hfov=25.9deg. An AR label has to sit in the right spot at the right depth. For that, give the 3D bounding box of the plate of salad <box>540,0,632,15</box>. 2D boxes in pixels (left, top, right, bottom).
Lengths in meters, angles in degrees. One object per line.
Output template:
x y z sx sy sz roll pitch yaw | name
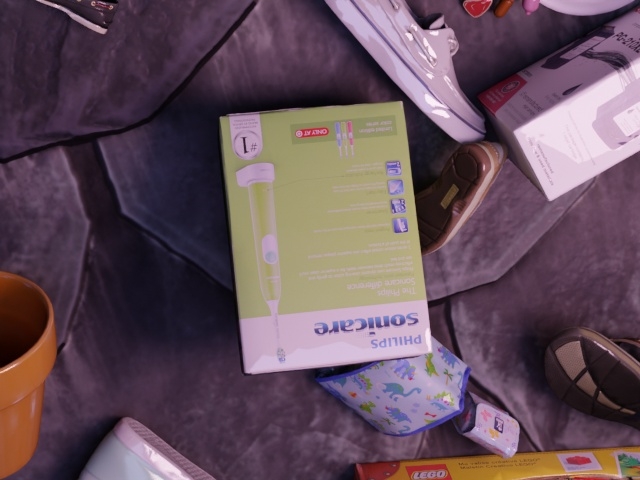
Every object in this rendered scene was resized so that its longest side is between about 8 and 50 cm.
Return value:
0.305 -0.351 1.560 0.200 0.048 0.199 -2 119 -4 | plate of salad

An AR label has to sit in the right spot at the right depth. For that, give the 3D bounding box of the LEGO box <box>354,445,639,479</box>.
0.299 0.473 1.774 0.500 0.193 0.372 -2 110 -7 | LEGO box

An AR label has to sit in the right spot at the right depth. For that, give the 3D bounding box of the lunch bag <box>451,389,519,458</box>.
0.208 0.231 1.734 0.071 0.083 0.053 31 103 -16 | lunch bag

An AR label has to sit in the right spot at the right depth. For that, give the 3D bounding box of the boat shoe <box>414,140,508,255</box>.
0.160 -0.047 1.618 0.068 0.072 0.190 56 137 14 | boat shoe

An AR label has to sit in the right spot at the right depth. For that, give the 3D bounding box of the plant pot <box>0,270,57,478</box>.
-0.396 0.167 1.580 0.205 0.205 0.188 -5 125 -6 | plant pot

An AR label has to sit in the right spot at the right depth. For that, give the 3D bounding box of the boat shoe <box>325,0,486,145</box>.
0.110 -0.219 1.560 0.088 0.096 0.267 -41 101 12 | boat shoe

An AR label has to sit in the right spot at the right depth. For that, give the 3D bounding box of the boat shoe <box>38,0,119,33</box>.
-0.283 -0.271 1.507 0.133 0.049 0.042 24 107 -22 | boat shoe

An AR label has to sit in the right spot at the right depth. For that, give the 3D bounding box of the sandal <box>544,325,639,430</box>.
0.392 0.174 1.742 0.303 0.086 0.120 27 142 -32 | sandal

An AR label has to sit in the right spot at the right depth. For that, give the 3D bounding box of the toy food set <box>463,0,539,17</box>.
0.209 -0.283 1.564 0.122 0.019 0.078 -18 120 24 | toy food set

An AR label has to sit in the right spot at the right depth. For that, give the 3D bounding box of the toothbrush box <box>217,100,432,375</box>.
0.000 0.000 1.548 0.206 0.122 0.283 -6 83 -6 | toothbrush box

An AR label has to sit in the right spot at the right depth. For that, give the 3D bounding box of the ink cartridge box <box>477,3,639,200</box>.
0.317 -0.163 1.562 0.237 0.172 0.100 -29 111 3 | ink cartridge box

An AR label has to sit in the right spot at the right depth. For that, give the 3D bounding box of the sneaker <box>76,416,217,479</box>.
-0.194 0.350 1.714 0.256 0.094 0.151 41 94 -9 | sneaker

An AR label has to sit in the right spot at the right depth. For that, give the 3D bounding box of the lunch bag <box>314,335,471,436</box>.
0.086 0.171 1.693 0.129 0.096 0.151 41 129 -18 | lunch bag
